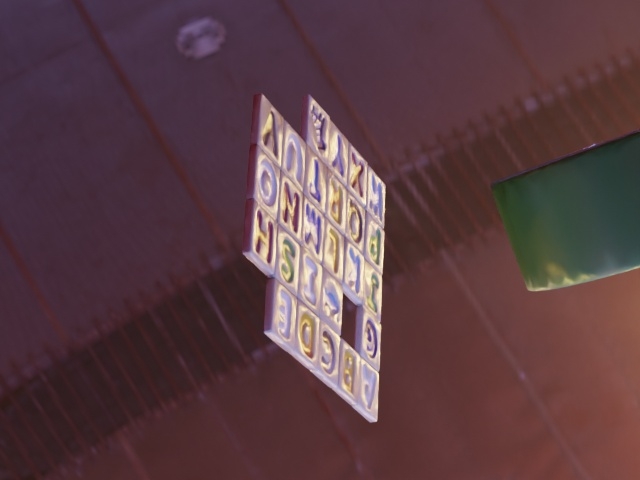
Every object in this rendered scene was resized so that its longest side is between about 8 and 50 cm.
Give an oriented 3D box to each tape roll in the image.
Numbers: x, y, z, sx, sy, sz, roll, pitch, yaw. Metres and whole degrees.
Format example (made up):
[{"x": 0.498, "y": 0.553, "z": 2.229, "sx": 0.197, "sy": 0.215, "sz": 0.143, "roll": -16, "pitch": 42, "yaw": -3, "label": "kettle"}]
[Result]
[{"x": 0.269, "y": -0.056, "z": 1.102, "sx": 0.321, "sy": 0.321, "sz": 0.077, "roll": -19, "pitch": -89, "yaw": 2, "label": "tape roll"}]

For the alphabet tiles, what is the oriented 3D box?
[{"x": 0.000, "y": 0.000, "z": 1.249, "sx": 0.009, "sy": 0.237, "sz": 0.198, "roll": -7, "pitch": -115, "yaw": 21, "label": "alphabet tiles"}]
